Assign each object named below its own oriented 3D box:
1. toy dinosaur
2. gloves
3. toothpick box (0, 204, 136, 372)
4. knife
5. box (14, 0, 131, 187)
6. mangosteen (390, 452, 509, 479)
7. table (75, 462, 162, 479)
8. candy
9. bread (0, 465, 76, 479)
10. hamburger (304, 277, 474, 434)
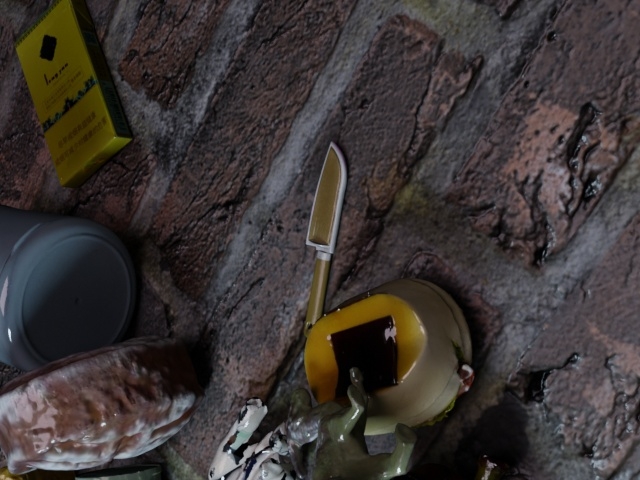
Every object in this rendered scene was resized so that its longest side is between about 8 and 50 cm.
[{"bbox_3d":[0.031,0.243,1.022,0.294,0.077,0.162,-106,34,-55],"label":"toy dinosaur"},{"bbox_3d":[-0.069,0.289,1.251,0.212,0.111,0.127,-45,39,31],"label":"gloves"},{"bbox_3d":[-0.486,0.070,1.482,0.354,0.263,0.263,10,95,39],"label":"toothpick box"},{"bbox_3d":[-0.001,0.000,1.252,0.046,0.022,0.256,15,98,41],"label":"knife"},{"bbox_3d":[-0.398,-0.240,1.553,0.153,0.041,0.279,-34,69,33],"label":"box"},{"bbox_3d":[0.125,0.330,1.062,0.184,0.172,0.172,-18,78,29],"label":"mangosteen"},{"bbox_3d":[-0.279,0.439,1.394,0.126,0.126,0.220,-12,82,37],"label":"table"},{"bbox_3d":[-0.298,0.225,1.319,0.214,0.289,0.157,-43,67,52],"label":"candy"},{"bbox_3d":[-0.416,0.483,1.480,0.132,0.167,0.294,-27,70,10],"label":"bread"},{"bbox_3d":[0.078,0.138,1.137,0.210,0.116,0.173,-29,64,38],"label":"hamburger"}]
